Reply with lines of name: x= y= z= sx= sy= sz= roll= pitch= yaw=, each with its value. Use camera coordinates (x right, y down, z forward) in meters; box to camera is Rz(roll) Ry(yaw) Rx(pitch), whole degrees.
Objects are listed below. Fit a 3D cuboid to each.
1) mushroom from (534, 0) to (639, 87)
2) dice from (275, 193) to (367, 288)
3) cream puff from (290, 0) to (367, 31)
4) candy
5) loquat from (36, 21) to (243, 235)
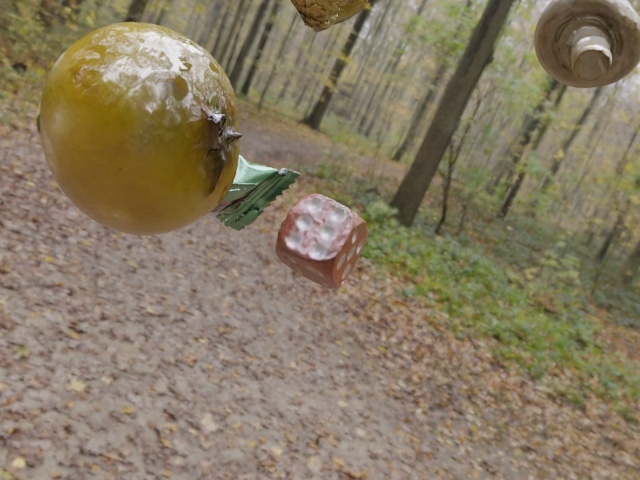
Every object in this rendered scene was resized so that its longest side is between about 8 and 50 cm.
mushroom: x=0.517 y=-0.372 z=1.386 sx=0.206 sy=0.209 sz=0.206 roll=9 pitch=-21 yaw=3
dice: x=0.000 y=0.000 z=1.740 sx=0.173 sy=0.175 sz=0.179 roll=26 pitch=-12 yaw=20
cream puff: x=0.011 y=-0.336 z=0.911 sx=0.119 sy=0.133 sz=0.104 roll=40 pitch=-28 yaw=-14
candy: x=-0.259 y=-0.132 z=1.569 sx=0.397 sy=0.172 sz=0.262 roll=14 pitch=-28 yaw=-42
loquat: x=-0.295 y=-0.178 z=1.128 sx=0.359 sy=0.329 sz=0.328 roll=7 pitch=3 yaw=22
